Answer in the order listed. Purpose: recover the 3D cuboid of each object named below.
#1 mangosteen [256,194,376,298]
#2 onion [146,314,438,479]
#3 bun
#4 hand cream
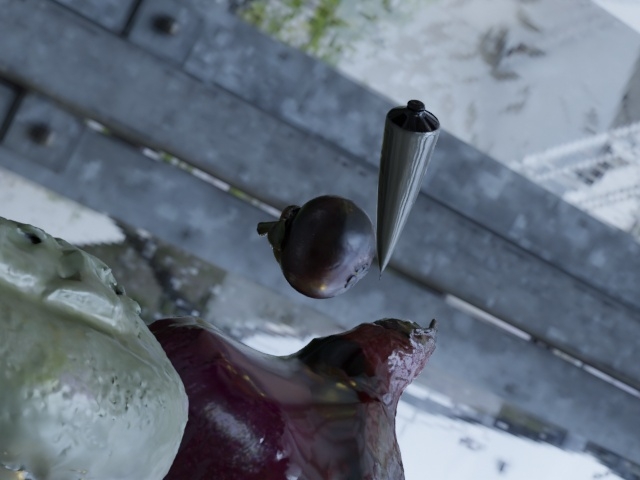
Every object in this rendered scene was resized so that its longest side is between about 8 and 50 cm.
[{"bbox_3d":[0.003,0.002,1.147,0.081,0.081,0.081,-38,-142,37],"label":"mangosteen"},{"bbox_3d":[-0.033,0.217,1.612,0.420,0.398,0.398,-38,-150,-4],"label":"onion"},{"bbox_3d":[-0.177,0.052,0.755,0.239,0.239,0.141,3,-107,59],"label":"bun"},{"bbox_3d":[0.078,-0.058,1.530,0.087,0.054,0.186,-81,-177,-56],"label":"hand cream"}]
